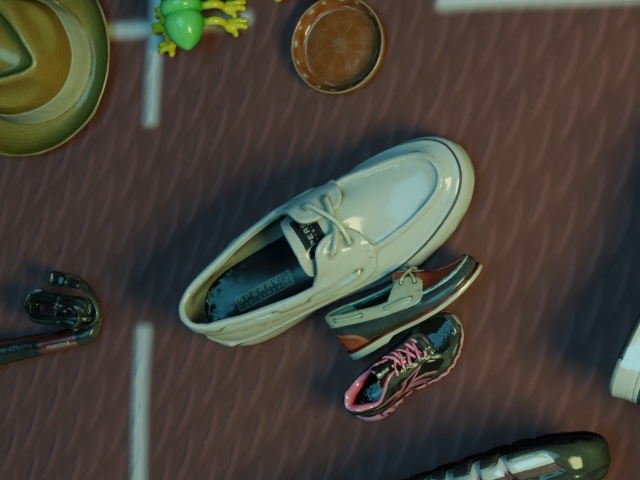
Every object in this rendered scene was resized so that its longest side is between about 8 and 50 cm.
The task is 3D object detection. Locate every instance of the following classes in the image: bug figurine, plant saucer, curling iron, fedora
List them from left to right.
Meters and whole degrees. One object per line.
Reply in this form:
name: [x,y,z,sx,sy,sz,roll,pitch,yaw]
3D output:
curling iron: [-0.313,0.092,1.541,0.274,0.035,0.068,-19,74,20]
fedora: [-0.282,-0.168,1.524,0.194,0.079,0.194,-2,85,23]
bug figurine: [-0.081,-0.282,1.451,0.279,0.072,0.216,-18,79,21]
plant saucer: [0.016,-0.163,1.431,0.083,0.013,0.084,-2,86,22]

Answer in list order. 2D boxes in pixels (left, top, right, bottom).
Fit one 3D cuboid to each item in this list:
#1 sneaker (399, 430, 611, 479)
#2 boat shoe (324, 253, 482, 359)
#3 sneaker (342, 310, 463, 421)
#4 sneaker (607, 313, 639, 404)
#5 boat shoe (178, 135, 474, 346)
sneaker: [0.116,0.252,1.317,0.281,0.106,0.163,-23,82,31]
boat shoe: [0.066,0.046,1.370,0.137,0.049,0.043,-33,97,23]
sneaker: [0.064,0.102,1.366,0.119,0.057,0.047,-44,69,13]
sneaker: [0.328,0.041,1.242,0.163,0.086,0.226,24,92,20]
boat shoe: [0.000,0.000,1.384,0.267,0.088,0.096,-28,75,19]
